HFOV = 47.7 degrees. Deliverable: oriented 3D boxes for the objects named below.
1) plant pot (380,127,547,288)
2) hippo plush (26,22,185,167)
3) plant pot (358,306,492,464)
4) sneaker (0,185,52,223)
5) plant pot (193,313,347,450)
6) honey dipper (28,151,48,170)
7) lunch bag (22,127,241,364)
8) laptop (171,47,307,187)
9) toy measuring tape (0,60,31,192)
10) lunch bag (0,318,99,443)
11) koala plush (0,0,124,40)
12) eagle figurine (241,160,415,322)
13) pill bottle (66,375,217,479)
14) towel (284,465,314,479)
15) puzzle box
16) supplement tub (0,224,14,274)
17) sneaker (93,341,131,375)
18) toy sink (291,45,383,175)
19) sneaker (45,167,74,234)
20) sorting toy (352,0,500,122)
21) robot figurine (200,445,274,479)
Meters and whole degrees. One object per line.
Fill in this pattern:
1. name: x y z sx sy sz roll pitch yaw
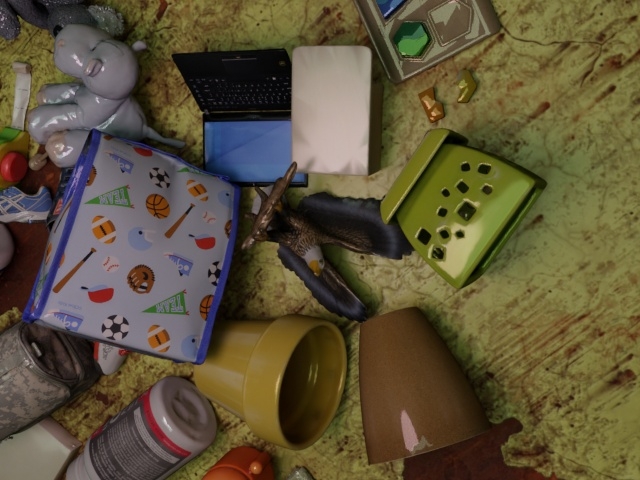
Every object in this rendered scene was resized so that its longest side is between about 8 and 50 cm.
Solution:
1. plant pot: 0.247 -0.069 1.292 0.207 0.228 0.227 37 105 15
2. hippo plush: -0.447 -0.282 1.417 0.294 0.234 0.236 36 146 12
3. plant pot: 0.166 0.263 1.362 0.237 0.237 0.254 -21 77 17
4. sneaker: -0.695 -0.078 1.588 0.080 0.211 0.081 14 105 57
5. plant pot: -0.109 0.257 1.428 0.239 0.254 0.254 10 99 31
6. honey dipper: -0.596 -0.189 1.574 0.160 0.030 0.030 -20 90 50
7. lunch bag: -0.347 0.013 1.391 0.328 0.239 0.385 20 75 -25
8. laptop: -0.155 -0.234 1.428 0.234 0.264 0.136 1 60 15
9. toy measuring tape: -0.705 -0.233 1.600 0.121 0.121 0.330 13 100 14
10. lunch bag: -0.671 0.299 1.546 0.305 0.256 0.212 -33 81 5
11. koala plush: -0.531 -0.471 1.511 0.221 0.203 0.196 43 116 -14
12. eagle figurine: 0.000 0.009 1.404 0.226 0.298 0.225 -27 47 50
13. pill bottle: -0.390 0.445 1.552 0.318 0.176 0.176 -39 85 16
14. towel: -0.053 0.563 1.546 0.110 0.027 0.148 44 105 6
15. puzzle box: -0.793 0.467 1.735 0.409 0.052 0.272 37 105 9
16. supplement tub: -0.871 0.084 1.616 0.241 0.241 0.331 43 105 8
17. sneaker: -0.393 0.189 1.569 0.145 0.090 0.270 19 98 16
18. toy sink: 0.035 -0.246 1.377 0.152 0.131 0.234 3 102 16
19. sneaker: -0.519 -0.091 1.543 0.131 0.148 0.350 -1 96 16
20. sorting toy: 0.211 -0.393 1.356 0.229 0.041 0.307 -24 89 17
21. robot figurine: -0.173 0.503 1.473 0.158 0.219 0.128 -9 93 16
